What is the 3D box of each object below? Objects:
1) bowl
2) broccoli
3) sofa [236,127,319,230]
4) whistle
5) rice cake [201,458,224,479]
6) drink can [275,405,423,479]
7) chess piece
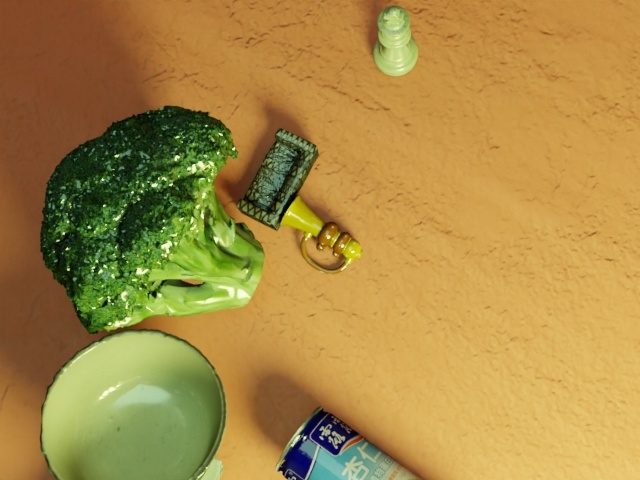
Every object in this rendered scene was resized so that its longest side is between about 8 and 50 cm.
[{"bbox_3d":[-0.206,0.219,1.204,0.211,0.112,0.211,-1,61,1],"label":"bowl"},{"bbox_3d":[-0.194,-0.024,1.236,0.275,0.308,0.308,22,79,-25],"label":"broccoli"},{"bbox_3d":[-0.054,-0.078,1.328,0.060,0.039,0.118,27,81,11],"label":"sofa"},{"bbox_3d":[-0.001,-0.002,1.306,0.109,0.046,0.057,38,69,6],"label":"whistle"},{"bbox_3d":[-0.218,0.327,1.235,0.189,0.037,0.198,21,68,11],"label":"rice cake"},{"bbox_3d":[0.068,0.297,1.206,0.235,0.097,0.097,35,83,12],"label":"drink can"},{"bbox_3d":[0.093,-0.254,1.296,0.059,0.149,0.059,-1,79,4],"label":"chess piece"}]
